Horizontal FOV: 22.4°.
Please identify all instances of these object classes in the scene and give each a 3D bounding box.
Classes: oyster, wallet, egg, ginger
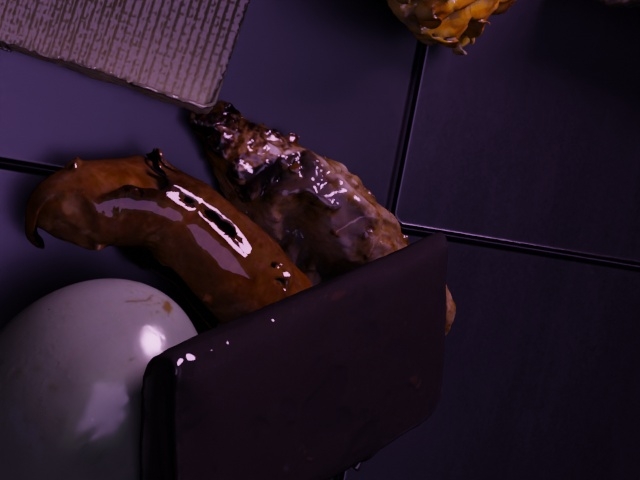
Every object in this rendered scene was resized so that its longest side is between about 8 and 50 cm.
[{"bbox_3d":[0.002,-0.002,1.509,0.129,0.078,0.345,-43,112,0],"label":"oyster"},{"bbox_3d":[-0.006,0.127,1.400,0.378,0.051,0.197,-23,123,-44],"label":"wallet"},{"bbox_3d":[-0.209,0.159,1.377,0.203,0.203,0.282,31,109,-20],"label":"egg"},{"bbox_3d":[-0.114,0.016,1.444,0.309,0.107,0.133,33,95,-19],"label":"ginger"}]

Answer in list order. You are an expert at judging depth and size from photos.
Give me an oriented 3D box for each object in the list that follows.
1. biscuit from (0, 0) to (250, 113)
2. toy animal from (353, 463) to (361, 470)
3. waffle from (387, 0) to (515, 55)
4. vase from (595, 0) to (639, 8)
[{"bbox_3d":[-0.191,-0.215,1.411,0.252,0.052,0.150,16,88,-17],"label":"biscuit"},{"bbox_3d":[-0.055,0.270,1.519,0.170,0.090,0.255,26,86,-17],"label":"toy animal"},{"bbox_3d":[0.176,-0.298,1.409,0.068,0.325,0.302,40,93,13],"label":"waffle"},{"bbox_3d":[0.424,-0.270,1.537,0.291,0.245,0.245,26,89,-27],"label":"vase"}]
